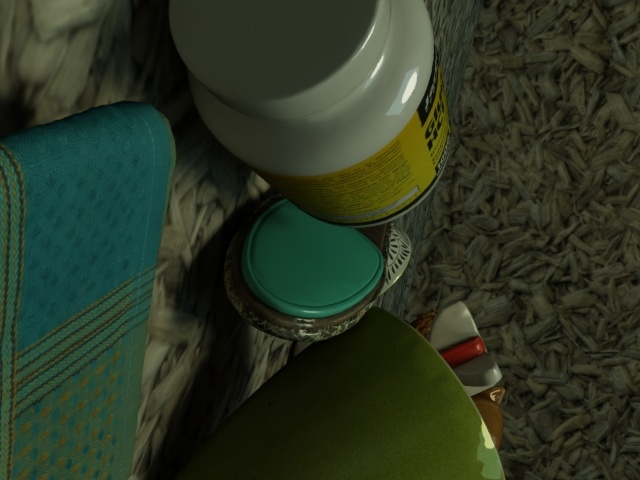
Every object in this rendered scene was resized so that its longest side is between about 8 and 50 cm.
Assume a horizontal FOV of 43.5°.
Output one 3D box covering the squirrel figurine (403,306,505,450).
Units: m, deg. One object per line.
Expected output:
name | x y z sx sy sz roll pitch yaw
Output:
squirrel figurine | 0.202 0.331 1.663 0.281 0.371 0.396 -62 162 -44

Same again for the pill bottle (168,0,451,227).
pill bottle | 0.006 -0.127 0.661 0.334 0.188 0.187 35 70 -75

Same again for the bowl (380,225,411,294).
bowl | 0.034 0.010 1.120 0.080 0.170 0.170 58 40 -33

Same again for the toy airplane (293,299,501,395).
toy airplane | 0.085 0.226 1.257 0.386 0.272 0.384 -40 -173 49

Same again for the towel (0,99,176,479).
towel | -0.178 0.095 0.328 0.370 0.040 0.271 -42 147 -63

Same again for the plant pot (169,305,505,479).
plant pot | -0.011 0.254 0.832 0.294 0.275 0.274 -26 144 -22

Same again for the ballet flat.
ballet flat | 0.000 0.000 0.942 0.182 0.164 0.482 -55 -177 37
